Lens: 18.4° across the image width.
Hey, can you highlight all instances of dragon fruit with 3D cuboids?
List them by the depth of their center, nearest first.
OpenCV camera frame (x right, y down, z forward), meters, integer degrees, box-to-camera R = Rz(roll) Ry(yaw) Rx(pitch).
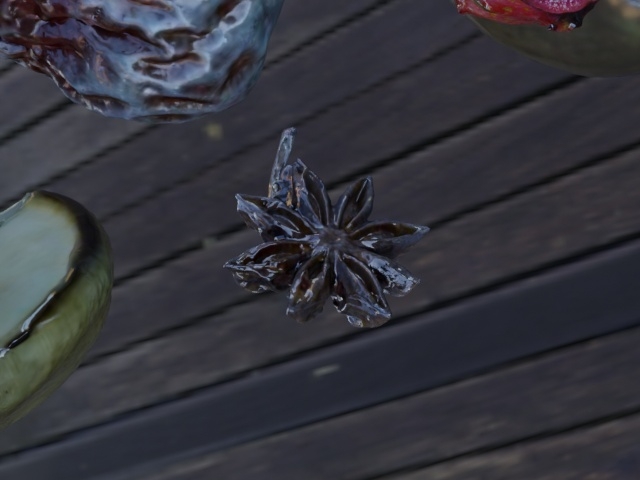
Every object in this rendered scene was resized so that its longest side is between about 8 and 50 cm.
[{"bbox_3d":[0.123,-0.200,1.402,0.111,0.153,0.153,-33,74,52],"label":"dragon fruit"}]

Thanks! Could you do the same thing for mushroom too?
[{"bbox_3d":[-0.297,0.110,1.775,0.217,0.292,0.212,26,132,45],"label":"mushroom"}]

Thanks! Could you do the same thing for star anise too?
[{"bbox_3d":[0.001,0.000,2.033,0.081,0.230,0.262,100,149,-50],"label":"star anise"}]

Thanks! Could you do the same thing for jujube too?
[{"bbox_3d":[-0.169,-0.220,1.395,0.226,0.317,0.226,-54,16,23],"label":"jujube"}]

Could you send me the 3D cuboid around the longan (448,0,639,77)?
[{"bbox_3d":[0.249,-0.323,1.857,0.361,0.361,0.360,15,110,47],"label":"longan"}]
